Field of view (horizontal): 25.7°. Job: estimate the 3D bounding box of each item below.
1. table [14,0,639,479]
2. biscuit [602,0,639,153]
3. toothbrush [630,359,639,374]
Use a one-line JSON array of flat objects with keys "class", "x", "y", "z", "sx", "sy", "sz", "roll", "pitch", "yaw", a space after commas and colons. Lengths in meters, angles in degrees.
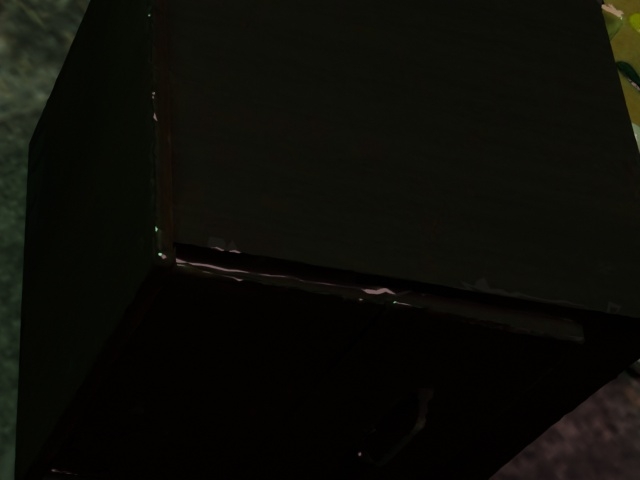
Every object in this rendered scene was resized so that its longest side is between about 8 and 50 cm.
[{"class": "table", "x": 0.000, "y": 0.000, "z": 0.539, "sx": 0.193, "sy": 0.169, "sz": 0.172, "roll": 10, "pitch": 54, "yaw": -23}, {"class": "biscuit", "x": 0.206, "y": -0.106, "z": 0.810, "sx": 0.158, "sy": 0.035, "sz": 0.240, "roll": 29, "pitch": 50, "yaw": -10}, {"class": "toothbrush", "x": 0.102, "y": -0.058, "z": 0.727, "sx": 0.288, "sy": 0.026, "sz": 0.024, "roll": 64, "pitch": 13, "yaw": 21}]
